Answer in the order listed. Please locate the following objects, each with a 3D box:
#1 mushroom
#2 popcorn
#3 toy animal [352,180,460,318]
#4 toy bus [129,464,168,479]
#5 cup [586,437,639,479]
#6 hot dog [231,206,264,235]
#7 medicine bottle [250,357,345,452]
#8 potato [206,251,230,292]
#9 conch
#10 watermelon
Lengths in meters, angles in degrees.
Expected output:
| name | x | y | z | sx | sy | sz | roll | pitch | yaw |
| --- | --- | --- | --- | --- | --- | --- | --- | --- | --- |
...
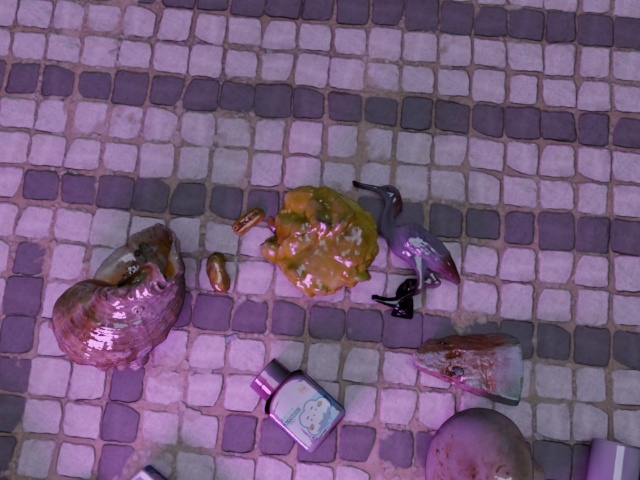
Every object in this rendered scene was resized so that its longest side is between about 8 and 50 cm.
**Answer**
| name | x | y | z | sx | sy | sz | roll | pitch | yaw |
| --- | --- | --- | --- | --- | --- | --- | --- | --- | --- |
| mushroom | 0.338 | 0.465 | 1.425 | 0.243 | 0.243 | 0.244 | 0 | 79 | -1 |
| popcorn | 0.000 | 0.000 | 1.518 | 0.265 | 0.192 | 0.233 | 3 | 94 | 23 |
| toy animal | 0.190 | 0.006 | 1.552 | 0.195 | 0.090 | 0.324 | -9 | 80 | 2 |
| toy bus | -0.286 | 0.587 | 1.422 | 0.297 | 0.106 | 0.131 | 40 | 79 | 5 |
| cup | 0.608 | 0.486 | 1.476 | 0.099 | 0.136 | 0.133 | 3 | 76 | 34 |
| hot dog | -0.160 | -0.044 | 1.590 | 0.083 | 0.021 | 0.037 | -41 | 84 | -7 |
| medicine bottle | -0.052 | 0.336 | 1.479 | 0.188 | 0.094 | 0.119 | 41 | 81 | 6 |
| potato | -0.224 | 0.070 | 1.555 | 0.045 | 0.046 | 0.092 | -12 | 87 | -46 |
| conch | -0.372 | 0.118 | 1.457 | 0.352 | 0.210 | 0.297 | -14 | 45 | 30 |
| watermelon | 0.314 | 0.259 | 1.516 | 0.241 | 0.094 | 0.154 | 6 | 71 | 3 |
